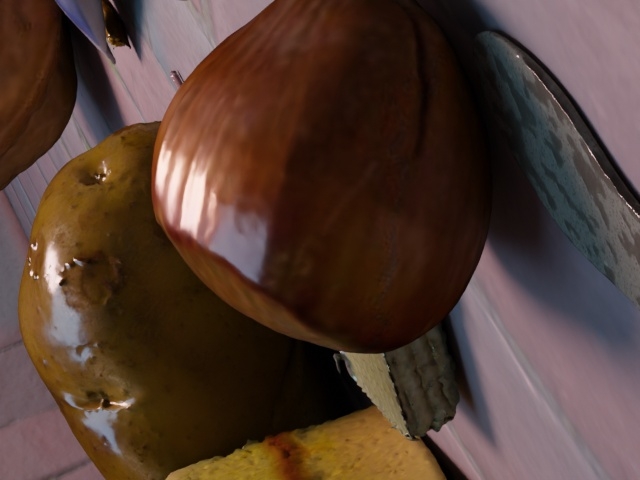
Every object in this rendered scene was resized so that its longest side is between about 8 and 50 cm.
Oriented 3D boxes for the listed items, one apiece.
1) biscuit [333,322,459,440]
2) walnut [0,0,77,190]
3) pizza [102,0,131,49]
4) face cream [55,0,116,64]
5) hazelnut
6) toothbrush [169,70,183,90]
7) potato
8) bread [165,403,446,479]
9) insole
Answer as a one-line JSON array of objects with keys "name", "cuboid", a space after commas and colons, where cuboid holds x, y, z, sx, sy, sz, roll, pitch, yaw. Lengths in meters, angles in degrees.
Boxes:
[{"name": "biscuit", "cuboid": [0.000, 0.000, 1.013, 0.250, 0.046, 0.147, 41, 154, 63]}, {"name": "walnut", "cuboid": [-0.378, -0.187, 1.748, 0.306, 0.306, 0.344, 83, 162, -52]}, {"name": "pizza", "cuboid": [-0.173, -0.176, 1.520, 0.083, 0.016, 0.037, 50, 166, 50]}, {"name": "face cream", "cuboid": [-0.207, -0.283, 1.302, 0.420, 0.137, 0.235, 78, 171, -80]}, {"name": "hazelnut", "cuboid": [0.009, -0.033, 0.757, 0.150, 0.150, 0.150, 157, 90, -78]}, {"name": "toothbrush", "cuboid": [-0.087, -0.087, 1.328, 0.008, 0.006, 0.097, 87, 156, -55]}, {"name": "potato", "cuboid": [-0.072, 0.099, 1.208, 0.369, 0.176, 0.195, 65, 176, -19]}, {"name": "bread", "cuboid": [0.020, 0.222, 1.018, 0.264, 0.168, 0.163, -116, 10, -69]}, {"name": "insole", "cuboid": [0.101, -0.008, 0.655, 0.193, 0.006, 0.065, 56, 164, 40]}]
